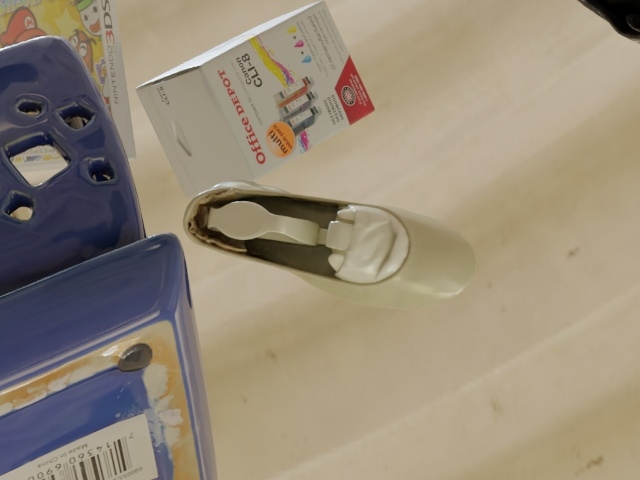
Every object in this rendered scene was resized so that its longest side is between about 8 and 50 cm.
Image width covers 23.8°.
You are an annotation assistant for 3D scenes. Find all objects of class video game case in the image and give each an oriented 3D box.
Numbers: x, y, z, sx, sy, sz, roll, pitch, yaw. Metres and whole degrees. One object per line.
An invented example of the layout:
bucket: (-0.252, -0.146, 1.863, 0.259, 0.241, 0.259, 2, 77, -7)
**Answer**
video game case: (-0.248, -0.164, 1.326, 0.026, 0.227, 0.206, -6, -87, 30)

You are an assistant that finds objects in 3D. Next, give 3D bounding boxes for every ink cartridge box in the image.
ink cartridge box: (-0.066, -0.139, 1.516, 0.176, 0.128, 0.127, -33, -166, -34)

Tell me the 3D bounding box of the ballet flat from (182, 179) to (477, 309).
ballet flat: (0.000, 0.000, 1.223, 0.248, 0.086, 0.086, 10, -124, 22)

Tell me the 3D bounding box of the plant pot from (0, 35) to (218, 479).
plant pot: (-0.184, 0.062, 0.818, 0.236, 0.236, 0.212, -23, -133, -19)

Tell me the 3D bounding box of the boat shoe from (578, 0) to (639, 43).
boat shoe: (0.198, -0.154, 0.919, 0.228, 0.080, 0.076, 36, -140, -21)
